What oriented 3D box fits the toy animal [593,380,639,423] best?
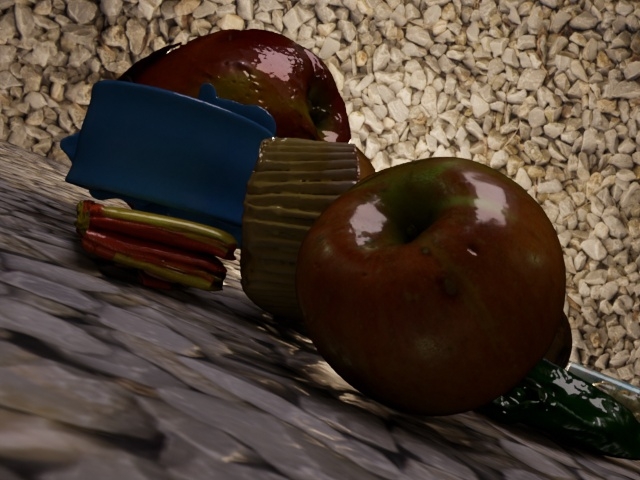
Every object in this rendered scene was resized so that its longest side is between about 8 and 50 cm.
[{"bbox_3d":[0.590,0.303,1.236,0.241,0.056,0.099,21,0,-12],"label":"toy animal"}]

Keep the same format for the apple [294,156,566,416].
[{"bbox_3d":[0.085,0.037,0.528,0.196,0.196,0.196,22,0,0],"label":"apple"}]

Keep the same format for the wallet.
[{"bbox_3d":[-0.181,0.003,0.716,0.141,0.067,0.241,16,-3,-20],"label":"wallet"}]

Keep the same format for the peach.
[{"bbox_3d":[-0.171,-0.165,1.205,0.417,0.353,0.339,-9,-36,25],"label":"peach"}]

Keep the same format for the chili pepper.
[{"bbox_3d":[0.239,0.167,0.672,0.216,0.062,0.108,23,18,-12],"label":"chili pepper"}]

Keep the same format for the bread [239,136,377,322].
[{"bbox_3d":[0.000,0.000,0.721,0.133,0.179,0.250,3,-22,5],"label":"bread"}]

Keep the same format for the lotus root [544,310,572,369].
[{"bbox_3d":[0.220,0.113,0.857,0.169,0.141,0.314,17,0,23],"label":"lotus root"}]

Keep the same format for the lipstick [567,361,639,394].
[{"bbox_3d":[0.642,0.328,1.597,0.158,0.048,0.048,21,0,25],"label":"lipstick"}]

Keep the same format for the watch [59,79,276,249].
[{"bbox_3d":[-0.216,-0.115,0.902,0.305,0.241,0.274,12,-2,2],"label":"watch"}]
